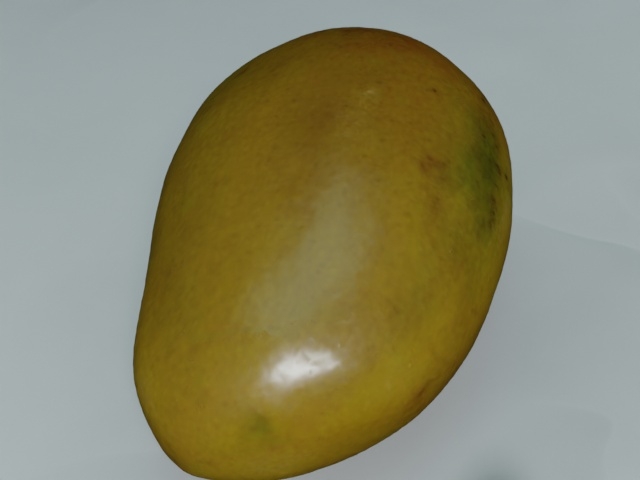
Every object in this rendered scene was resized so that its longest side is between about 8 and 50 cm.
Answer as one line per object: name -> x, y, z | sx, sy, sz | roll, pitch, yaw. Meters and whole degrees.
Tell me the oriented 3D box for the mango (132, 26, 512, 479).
mango -> 0.000, 0.000, 0.905 | 0.300, 0.232, 0.446 | 10, 46, 16
